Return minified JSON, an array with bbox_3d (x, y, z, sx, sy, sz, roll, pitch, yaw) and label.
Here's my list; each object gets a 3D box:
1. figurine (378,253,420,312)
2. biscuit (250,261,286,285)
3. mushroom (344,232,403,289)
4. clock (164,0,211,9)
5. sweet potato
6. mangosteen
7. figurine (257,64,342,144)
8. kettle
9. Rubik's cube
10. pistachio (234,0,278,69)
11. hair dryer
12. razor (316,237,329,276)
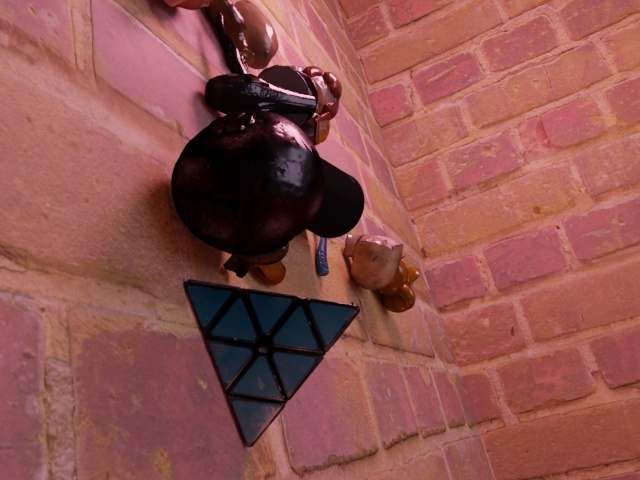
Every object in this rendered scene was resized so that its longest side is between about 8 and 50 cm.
[{"bbox_3d":[0.275,0.155,2.106,0.228,0.215,0.215,37,33,-32],"label":"figurine"},{"bbox_3d":[-0.143,0.030,1.255,0.206,0.025,0.126,56,21,-29],"label":"biscuit"},{"bbox_3d":[0.171,0.074,1.901,0.254,0.195,0.188,-1,103,-76],"label":"mushroom"},{"bbox_3d":[-0.345,-0.658,1.308,0.241,0.142,0.227,-84,149,-73],"label":"clock"},{"bbox_3d":[-0.268,-0.614,1.531,0.285,0.085,0.112,62,29,-20],"label":"sweet potato"},{"bbox_3d":[-0.126,-0.095,1.040,0.293,0.297,0.297,59,20,-19],"label":"mangosteen"},{"bbox_3d":[-0.066,-0.424,1.710,0.388,0.248,0.276,-39,110,-61],"label":"figurine"},{"bbox_3d":[-0.036,-0.162,1.508,0.308,0.203,0.262,24,49,-61],"label":"kettle"},{"bbox_3d":[-0.097,0.183,1.024,0.229,0.228,0.233,37,-48,38],"label":"Rubik's cube"},{"bbox_3d":[-0.204,-0.617,1.659,0.152,0.126,0.223,-8,73,-35],"label":"pistachio"},{"bbox_3d":[-0.182,-0.462,1.433,0.304,0.120,0.359,-7,65,-34],"label":"hair dryer"},{"bbox_3d":[0.000,0.000,1.672,0.082,0.042,0.253,51,26,-45],"label":"razor"}]
